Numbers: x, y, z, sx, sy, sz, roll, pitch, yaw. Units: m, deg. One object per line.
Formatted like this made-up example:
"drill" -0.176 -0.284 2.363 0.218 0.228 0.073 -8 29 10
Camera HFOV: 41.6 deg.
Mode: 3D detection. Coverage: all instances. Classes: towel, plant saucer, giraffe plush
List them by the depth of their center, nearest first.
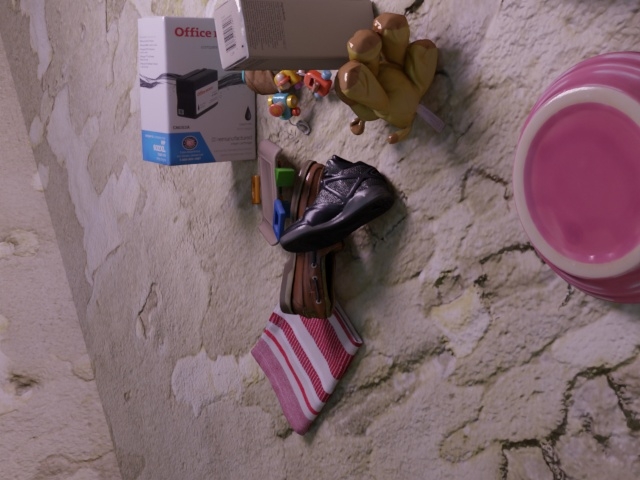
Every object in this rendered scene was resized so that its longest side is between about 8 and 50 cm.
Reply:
"plant saucer" 0.372 -0.078 1.099 0.332 0.084 0.331 16 110 52
"giraffe plush" 0.096 -0.260 1.414 0.210 0.181 0.170 54 163 -21
"towel" -0.038 0.230 1.782 0.237 0.037 0.329 56 137 30

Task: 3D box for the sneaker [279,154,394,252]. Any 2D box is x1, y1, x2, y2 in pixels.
"sneaker" 0.016 -0.069 1.549 0.228 0.087 0.130 -33 58 19

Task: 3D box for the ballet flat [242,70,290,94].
"ballet flat" -0.076 -0.443 1.645 0.124 0.116 0.342 24 118 28

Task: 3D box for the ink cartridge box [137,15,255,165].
"ink cartridge box" -0.263 -0.325 1.817 0.129 0.223 0.307 16 110 52

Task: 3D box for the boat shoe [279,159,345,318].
"boat shoe" 0.000 0.000 1.637 0.105 0.111 0.307 8 96 22

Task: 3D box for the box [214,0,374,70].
"box" -0.037 -0.354 1.448 0.094 0.275 0.113 -10 87 55

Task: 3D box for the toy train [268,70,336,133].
"toy train" -0.045 -0.276 1.635 0.125 0.046 0.166 36 137 6

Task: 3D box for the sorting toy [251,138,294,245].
"sorting toy" -0.092 -0.102 1.722 0.348 0.047 0.195 -136 46 -71
